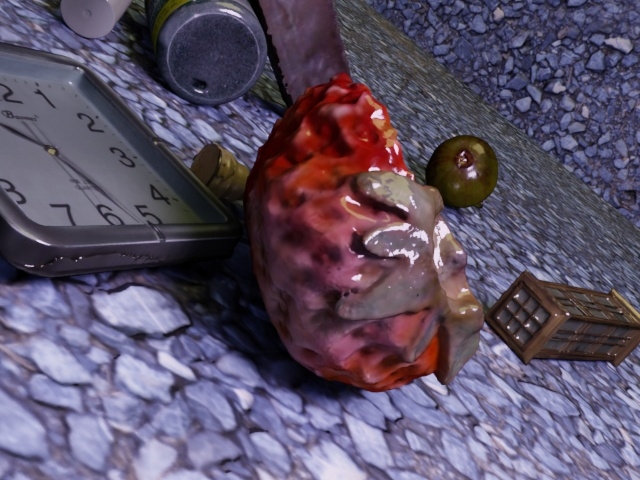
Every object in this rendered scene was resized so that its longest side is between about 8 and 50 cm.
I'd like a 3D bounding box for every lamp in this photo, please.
[{"bbox_3d":[0.354,0.114,1.218,0.325,0.089,0.090,10,33,-51],"label":"lamp"}]

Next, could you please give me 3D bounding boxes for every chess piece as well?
[{"bbox_3d":[-0.057,-0.044,0.940,0.172,0.060,0.060,26,23,-35],"label":"chess piece"}]

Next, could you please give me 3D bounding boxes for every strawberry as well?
[{"bbox_3d":[0.000,0.000,0.769,0.265,0.149,0.336,67,-10,-24],"label":"strawberry"}]

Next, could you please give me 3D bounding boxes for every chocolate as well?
[{"bbox_3d":[-0.036,-0.303,1.228,0.112,0.112,0.321,57,-9,40],"label":"chocolate"}]

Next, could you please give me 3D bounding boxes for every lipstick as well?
[{"bbox_3d":[-0.262,-0.352,1.149,0.070,0.070,0.254,31,37,-16],"label":"lipstick"}]

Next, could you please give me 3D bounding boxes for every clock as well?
[{"bbox_3d":[-0.222,-0.072,0.729,0.279,0.049,0.273,45,20,20],"label":"clock"}]

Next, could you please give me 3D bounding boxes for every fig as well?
[{"bbox_3d":[0.252,-0.102,1.529,0.124,0.124,0.236,44,1,19],"label":"fig"}]

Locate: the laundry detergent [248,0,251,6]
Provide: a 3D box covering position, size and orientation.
[{"bbox_3d":[-0.112,-0.399,1.623,0.211,0.063,0.137,34,16,-2],"label":"laundry detergent"}]

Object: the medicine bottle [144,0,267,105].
[{"bbox_3d":[-0.165,-0.304,1.201,0.141,0.141,0.293,26,23,-28],"label":"medicine bottle"}]
